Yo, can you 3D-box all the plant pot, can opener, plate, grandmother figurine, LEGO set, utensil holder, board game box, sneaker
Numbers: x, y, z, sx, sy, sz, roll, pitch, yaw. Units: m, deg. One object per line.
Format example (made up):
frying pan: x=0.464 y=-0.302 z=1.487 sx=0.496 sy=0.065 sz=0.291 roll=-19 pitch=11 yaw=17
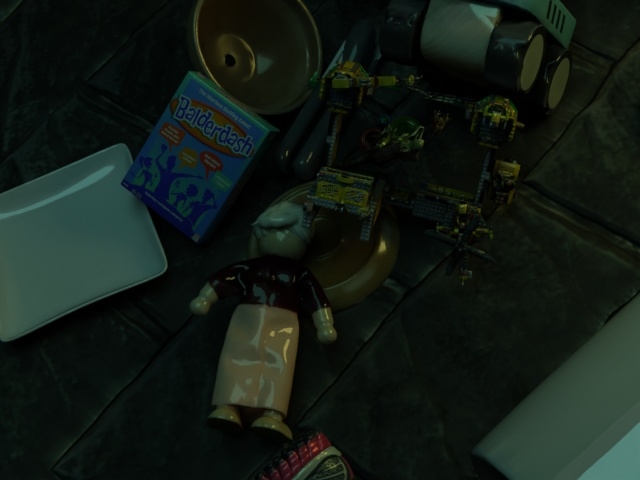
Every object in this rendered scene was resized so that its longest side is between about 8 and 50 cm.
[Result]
plant pot: x=0.000 y=0.000 z=1.765 sx=0.236 sy=0.032 sz=0.236 roll=-6 pitch=58 yaw=10
can opener: x=0.011 y=-0.228 z=1.863 sx=0.076 sy=0.095 sz=0.283 roll=18 pitch=62 yaw=25
plate: x=-0.392 y=0.005 z=1.858 sx=0.278 sy=0.045 sz=0.277 roll=-24 pitch=55 yaw=0
grandmother figurine: x=-0.078 y=0.100 z=1.664 sx=0.208 sy=0.104 sz=0.342 roll=15 pitch=68 yaw=-5
plant pot: x=-0.123 y=-0.302 z=1.907 sx=0.110 sy=0.237 sz=0.237 roll=-19 pitch=43 yaw=55
LEGO set: x=0.116 y=-0.104 z=1.633 sx=0.331 sy=0.254 sz=0.192 roll=20 pitch=24 yaw=3
utensil holder: x=0.410 y=0.229 z=1.347 sx=0.385 sy=0.327 sz=0.327 roll=-40 pitch=58 yaw=-7
board game box: x=-0.184 y=-0.125 z=1.796 sx=0.160 sy=0.047 sz=0.210 roll=36 pitch=105 yaw=12
sneaker: x=-0.082 y=0.376 z=1.510 sx=0.299 sy=0.121 sz=0.112 roll=-41 pitch=88 yaw=-2

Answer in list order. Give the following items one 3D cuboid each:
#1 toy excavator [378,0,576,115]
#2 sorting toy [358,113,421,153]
toy excavator: x=0.318 y=-0.428 z=1.809 sx=0.222 sy=0.433 sz=0.445 roll=20 pitch=94 yaw=25
sorting toy: x=0.105 y=-0.160 z=1.836 sx=0.102 sy=0.042 sz=0.061 roll=-15 pitch=71 yaw=-9
